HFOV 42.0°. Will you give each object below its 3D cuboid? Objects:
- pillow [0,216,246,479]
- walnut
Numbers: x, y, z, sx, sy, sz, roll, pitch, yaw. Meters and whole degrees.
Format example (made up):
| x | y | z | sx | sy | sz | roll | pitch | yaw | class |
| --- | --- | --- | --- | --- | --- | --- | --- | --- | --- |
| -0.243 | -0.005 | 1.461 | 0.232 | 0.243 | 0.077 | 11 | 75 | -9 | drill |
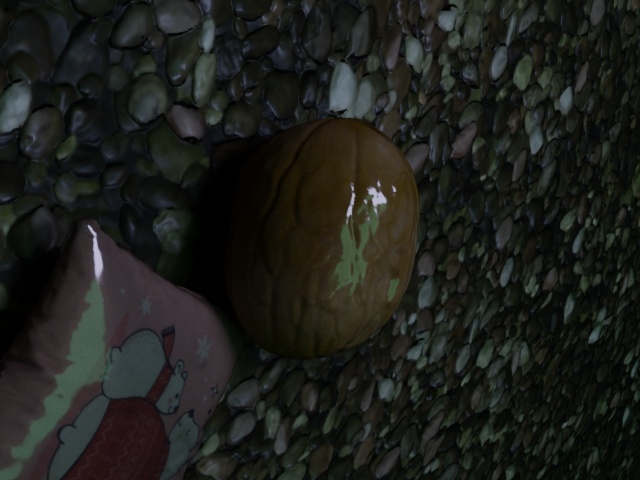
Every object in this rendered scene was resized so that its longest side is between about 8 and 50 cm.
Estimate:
| x | y | z | sx | sy | sz | roll | pitch | yaw | class |
| --- | --- | --- | --- | --- | --- | --- | --- | --- | --- |
| -0.159 | 0.123 | 0.617 | 0.223 | 0.084 | 0.236 | 44 | 68 | -51 | pillow |
| 0.000 | 0.000 | 0.693 | 0.167 | 0.167 | 0.207 | -3 | 107 | -50 | walnut |
